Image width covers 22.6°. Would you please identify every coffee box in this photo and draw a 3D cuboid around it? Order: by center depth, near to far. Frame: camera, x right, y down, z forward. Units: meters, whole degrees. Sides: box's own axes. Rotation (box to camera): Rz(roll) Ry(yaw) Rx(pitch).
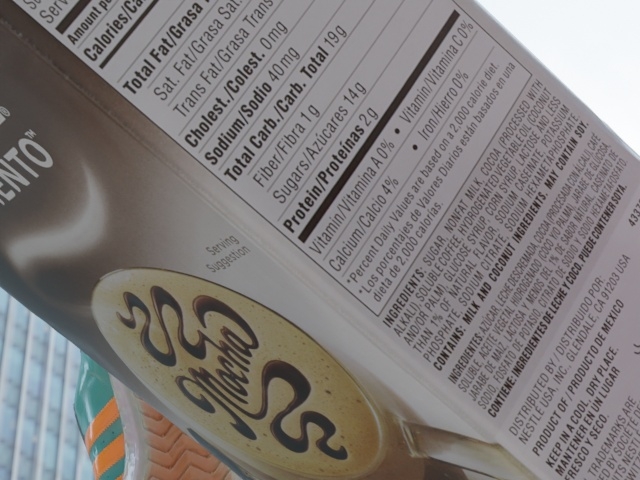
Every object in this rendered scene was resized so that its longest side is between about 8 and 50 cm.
[{"bbox_3d":[0.000,0.000,0.536,0.297,0.119,0.168,41,-27,-13],"label":"coffee box"}]

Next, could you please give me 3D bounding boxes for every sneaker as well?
[{"bbox_3d":[-0.130,0.167,1.258,0.108,0.302,0.121,-4,-2,-23],"label":"sneaker"}]
